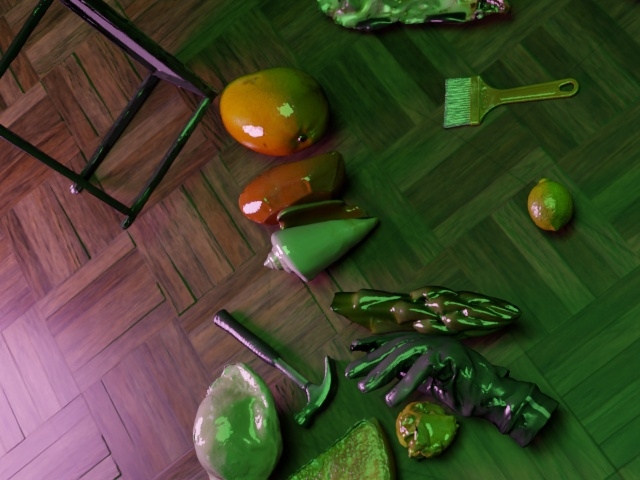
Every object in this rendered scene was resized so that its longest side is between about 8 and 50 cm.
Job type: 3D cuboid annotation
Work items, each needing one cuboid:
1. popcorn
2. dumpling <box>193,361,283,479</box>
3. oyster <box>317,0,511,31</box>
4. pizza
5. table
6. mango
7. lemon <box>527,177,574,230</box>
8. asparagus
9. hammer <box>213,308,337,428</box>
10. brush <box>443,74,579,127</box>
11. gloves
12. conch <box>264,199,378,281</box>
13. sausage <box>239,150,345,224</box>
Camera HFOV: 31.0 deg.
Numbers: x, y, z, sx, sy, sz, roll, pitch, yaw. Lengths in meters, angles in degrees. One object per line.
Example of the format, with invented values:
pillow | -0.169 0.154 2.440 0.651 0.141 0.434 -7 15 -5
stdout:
popcorn | 0.141 0.266 1.558 0.084 0.084 0.084 -10 65 22
dumpling | -0.110 0.276 1.639 0.136 0.118 0.199 11 96 31
oyster | 0.143 -0.387 1.823 0.345 0.079 0.128 11 95 27
pizza | 0.026 0.348 1.586 0.176 0.036 0.184 -20 64 19
table | -0.394 -0.232 1.825 0.222 0.335 0.272 30 85 50
mango | -0.080 -0.208 1.831 0.219 0.112 0.144 19 76 43
lemon | 0.319 -0.051 1.598 0.062 0.062 0.083 -18 64 18
asparagus | 0.149 0.102 1.609 0.287 0.080 0.080 -3 68 33
hammer | -0.072 0.168 1.713 0.246 0.029 0.103 37 88 34
brush | 0.282 -0.216 1.715 0.205 0.011 0.083 -5 66 23
gloves | 0.172 0.188 1.533 0.286 0.142 0.119 15 72 11
conch | -0.005 -0.008 1.716 0.176 0.094 0.104 -35 39 6
sausage | -0.039 -0.077 1.766 0.179 0.089 0.089 -23 61 22
